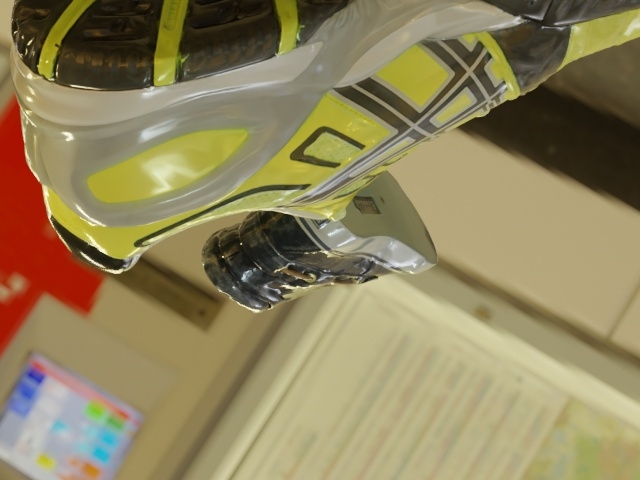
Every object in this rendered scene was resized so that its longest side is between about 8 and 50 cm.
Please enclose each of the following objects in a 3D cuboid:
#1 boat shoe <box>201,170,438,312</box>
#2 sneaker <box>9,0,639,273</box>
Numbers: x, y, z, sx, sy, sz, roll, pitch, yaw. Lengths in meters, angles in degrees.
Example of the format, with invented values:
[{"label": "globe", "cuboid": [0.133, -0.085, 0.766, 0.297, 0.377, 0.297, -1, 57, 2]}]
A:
[{"label": "boat shoe", "cuboid": [0.000, 0.000, 1.106, 0.065, 0.083, 0.183, 65, -162, 15]}, {"label": "sneaker", "cuboid": [0.019, -0.098, 0.980, 0.145, 0.385, 0.147, 51, 144, 38]}]
